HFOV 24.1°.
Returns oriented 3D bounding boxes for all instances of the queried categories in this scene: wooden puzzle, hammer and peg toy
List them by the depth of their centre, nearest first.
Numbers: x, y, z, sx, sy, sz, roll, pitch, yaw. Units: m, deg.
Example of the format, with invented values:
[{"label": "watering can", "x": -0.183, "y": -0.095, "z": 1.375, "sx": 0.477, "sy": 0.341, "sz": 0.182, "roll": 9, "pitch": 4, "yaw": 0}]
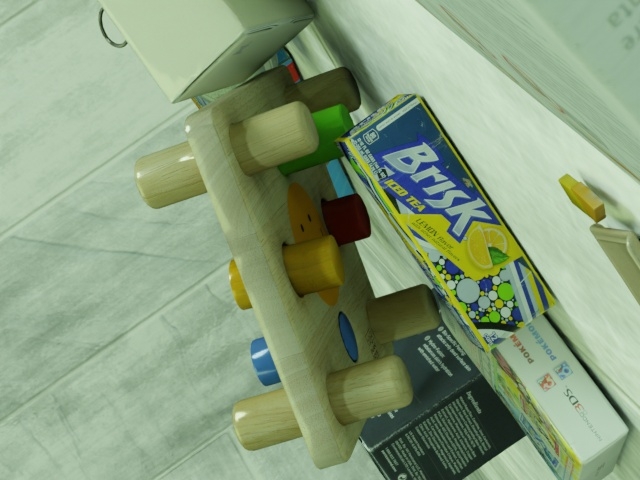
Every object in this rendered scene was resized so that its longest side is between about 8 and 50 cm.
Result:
[{"label": "wooden puzzle", "x": 0.155, "y": 0.020, "z": 0.702, "sx": 0.116, "sy": 0.014, "sz": 0.078, "roll": 56, "pitch": -179, "yaw": -13}, {"label": "hammer and peg toy", "x": 0.000, "y": 0.000, "z": 1.137, "sx": 0.361, "sy": 0.127, "sz": 0.266, "roll": -51, "pitch": -59, "yaw": -73}]

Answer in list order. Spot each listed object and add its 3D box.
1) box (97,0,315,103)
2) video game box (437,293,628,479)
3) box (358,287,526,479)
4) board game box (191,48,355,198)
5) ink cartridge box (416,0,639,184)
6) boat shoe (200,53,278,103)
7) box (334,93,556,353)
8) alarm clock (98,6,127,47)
[{"label": "box", "x": -0.134, "y": -0.243, "z": 1.117, "sx": 0.275, "sy": 0.094, "sz": 0.113, "roll": 55, "pitch": -148, "yaw": 6}, {"label": "video game box", "x": 0.155, "y": 0.097, "z": 1.132, "sx": 0.187, "sy": 0.048, "sz": 0.205, "roll": 57, "pitch": 177, "yaw": 18}, {"label": "box", "x": 0.100, "y": 0.141, "z": 1.378, "sx": 0.093, "sy": 0.158, "sz": 0.156, "roll": 58, "pitch": 176, "yaw": -30}, {"label": "board game box", "x": -0.106, "y": -0.192, "z": 1.611, "sx": 0.308, "sy": 0.086, "sz": 0.302, "roll": 53, "pitch": 176, "yaw": 29}, {"label": "ink cartridge box", "x": 0.048, "y": -0.128, "z": 0.471, "sx": 0.385, "sy": 0.091, "sz": 0.308, "roll": 36, "pitch": -170, "yaw": -41}, {"label": "boat shoe", "x": -0.133, "y": -0.258, "z": 1.346, "sx": 0.320, "sy": 0.103, "sz": 0.118, "roll": 51, "pitch": 139, "yaw": 11}, {"label": "box", "x": 0.081, "y": -0.013, "z": 0.986, "sx": 0.169, "sy": 0.059, "sz": 0.054, "roll": 56, "pitch": 175, "yaw": -9}, {"label": "alarm clock", "x": -0.139, "y": -0.218, "z": 1.252, "sx": 0.129, "sy": 0.064, "sz": 0.192, "roll": 54, "pitch": 137, "yaw": 2}]
